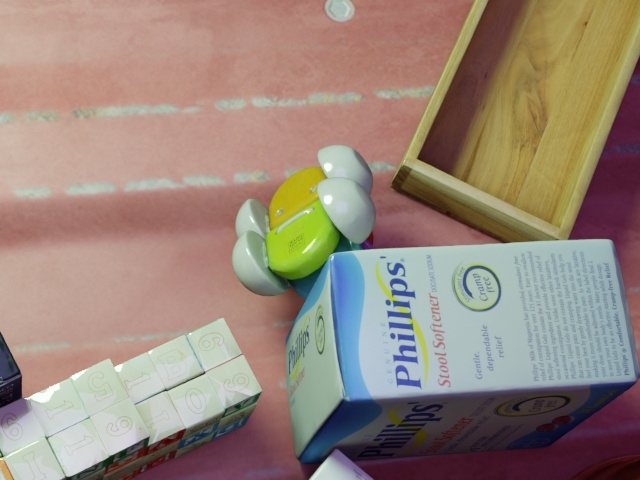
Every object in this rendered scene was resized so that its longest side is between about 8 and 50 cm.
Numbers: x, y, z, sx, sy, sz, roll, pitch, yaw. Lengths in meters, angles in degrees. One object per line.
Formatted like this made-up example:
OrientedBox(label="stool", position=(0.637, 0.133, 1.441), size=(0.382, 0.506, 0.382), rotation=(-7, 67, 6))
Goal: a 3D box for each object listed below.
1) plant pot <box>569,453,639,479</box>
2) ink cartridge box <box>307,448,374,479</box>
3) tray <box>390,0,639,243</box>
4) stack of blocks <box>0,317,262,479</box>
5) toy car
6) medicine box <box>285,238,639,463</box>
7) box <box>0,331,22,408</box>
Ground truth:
OrientedBox(label="plant pot", position=(0.378, 0.315, 1.423), size=(0.272, 0.265, 0.272), rotation=(4, 69, -9))
OrientedBox(label="ink cartridge box", position=(-0.002, 0.298, 1.450), size=(0.090, 0.092, 0.143), rotation=(39, 68, 5))
OrientedBox(label="tray", position=(0.253, -0.198, 1.706), size=(0.203, 0.076, 0.411), rotation=(26, 67, -1))
OrientedBox(label="stack of blocks", position=(-0.210, 0.184, 1.411), size=(0.297, 0.171, 0.087), rotation=(-24, 75, -19))
OrientedBox(label="toy car", position=(0.000, 0.000, 1.536), size=(0.159, 0.182, 0.136), rotation=(-33, 113, 15))
OrientedBox(label="medicine box", position=(0.128, 0.117, 1.452), size=(0.289, 0.263, 0.149), rotation=(-3, 69, -12))
OrientedBox(label="box", position=(-0.372, 0.141, 1.376), size=(0.153, 0.207, 0.108), rotation=(-26, 76, -18))
